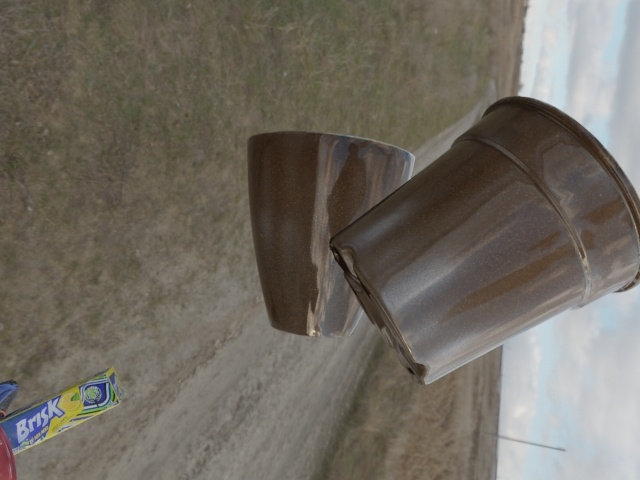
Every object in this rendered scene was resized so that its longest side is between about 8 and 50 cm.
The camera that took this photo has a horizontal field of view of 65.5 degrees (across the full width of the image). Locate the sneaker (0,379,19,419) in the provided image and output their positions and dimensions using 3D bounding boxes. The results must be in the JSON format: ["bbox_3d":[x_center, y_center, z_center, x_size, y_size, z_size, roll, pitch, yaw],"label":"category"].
[{"bbox_3d":[-0.543,0.331,0.798,0.083,0.087,0.221,98,16,-81],"label":"sneaker"}]

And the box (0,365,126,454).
[{"bbox_3d":[-0.389,0.255,0.749,0.054,0.169,0.059,66,-13,-2],"label":"box"}]

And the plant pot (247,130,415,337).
[{"bbox_3d":[0.000,0.000,0.638,0.215,0.215,0.230,8,89,-70],"label":"plant pot"}]

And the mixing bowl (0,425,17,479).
[{"bbox_3d":[-0.316,0.184,0.325,0.098,0.181,0.181,-114,-154,-83],"label":"mixing bowl"}]

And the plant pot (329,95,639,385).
[{"bbox_3d":[0.106,0.009,0.367,0.167,0.165,0.167,58,-5,7],"label":"plant pot"}]
